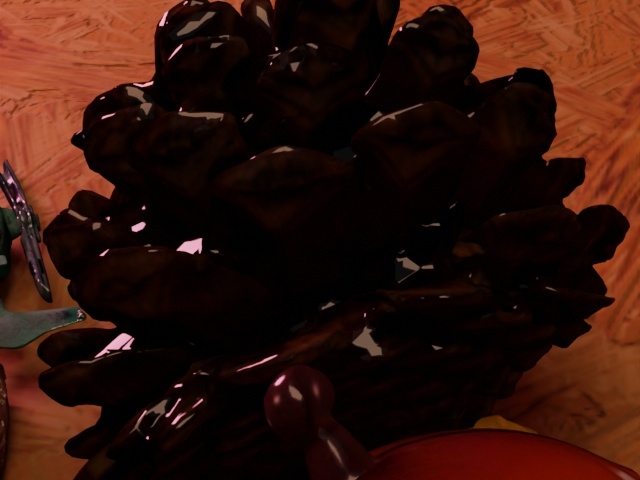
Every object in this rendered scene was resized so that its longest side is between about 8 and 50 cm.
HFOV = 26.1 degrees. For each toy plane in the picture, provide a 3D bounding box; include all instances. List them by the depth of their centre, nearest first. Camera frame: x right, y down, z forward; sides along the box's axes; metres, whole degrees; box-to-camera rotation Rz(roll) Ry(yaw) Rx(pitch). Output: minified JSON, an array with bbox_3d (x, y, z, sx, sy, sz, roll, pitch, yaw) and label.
[{"bbox_3d":[-0.215,0.007,0.856,0.096,0.060,0.235,-8,30,-19],"label":"toy plane"}]

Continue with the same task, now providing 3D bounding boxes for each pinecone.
[{"bbox_3d":[-0.002,-0.006,0.694,0.298,0.242,0.296,-14,43,3],"label":"pinecone"}]

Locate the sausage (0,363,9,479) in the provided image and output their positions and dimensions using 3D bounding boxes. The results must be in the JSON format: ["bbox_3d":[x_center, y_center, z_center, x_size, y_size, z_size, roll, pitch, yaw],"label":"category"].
[{"bbox_3d":[-0.189,0.123,0.737,0.042,0.036,0.158,-17,40,9],"label":"sausage"}]

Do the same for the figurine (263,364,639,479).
[{"bbox_3d":[0.080,0.198,0.479,0.320,0.196,0.323,-30,55,-21],"label":"figurine"}]
